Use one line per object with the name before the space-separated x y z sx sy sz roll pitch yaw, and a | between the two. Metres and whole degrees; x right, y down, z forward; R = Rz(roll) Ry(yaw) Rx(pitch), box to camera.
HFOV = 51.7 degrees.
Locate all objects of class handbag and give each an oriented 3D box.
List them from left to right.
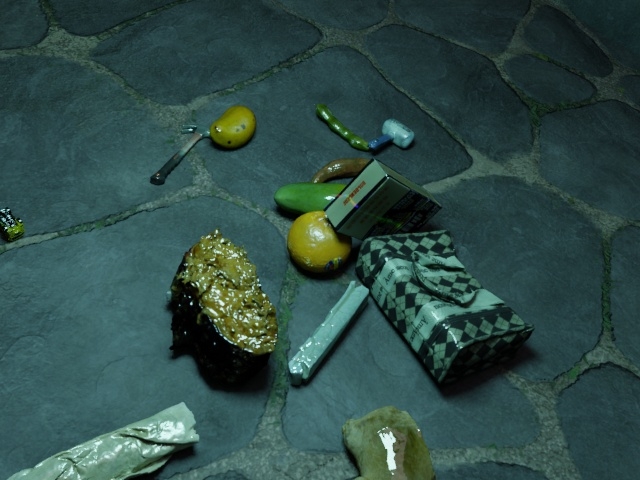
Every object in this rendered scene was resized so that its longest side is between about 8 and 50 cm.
handbag | 0.327 0.145 1.741 0.317 0.180 0.416 -11 47 -32

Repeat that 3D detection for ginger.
ginger | 0.133 0.488 1.408 0.221 0.130 0.275 -25 53 -20

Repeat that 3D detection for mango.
mango | -0.269 -0.351 2.069 0.115 0.090 0.178 52 46 -19
mango | -0.007 -0.110 1.899 0.251 0.114 0.156 1 14 4

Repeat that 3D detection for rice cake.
rice cake | 0.022 0.229 1.651 0.063 0.066 0.336 24 47 19

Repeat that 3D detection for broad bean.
broad bean | 0.071 -0.375 2.206 0.256 0.052 0.052 42 93 19

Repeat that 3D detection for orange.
orange | -0.002 0.003 1.790 0.178 0.155 0.177 -1 55 1

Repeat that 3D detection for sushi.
sushi | -0.242 0.164 1.555 0.235 0.207 0.348 -14 56 -32

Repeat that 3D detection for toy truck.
toy truck | -0.801 -0.039 1.700 0.083 0.054 0.049 38 51 20

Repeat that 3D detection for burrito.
burrito | -0.435 0.449 1.339 0.392 0.076 0.117 -18 57 -27

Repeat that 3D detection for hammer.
hammer | -0.422 -0.262 2.002 0.111 0.033 0.287 24 48 7
hammer | 0.222 -0.337 2.180 0.116 0.069 0.194 40 43 20

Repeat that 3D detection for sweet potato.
sweet potato | 0.068 -0.219 2.064 0.256 0.058 0.078 -18 76 -21

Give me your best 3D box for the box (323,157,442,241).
box | 0.172 -0.085 1.779 0.310 0.198 0.084 20 30 -52
